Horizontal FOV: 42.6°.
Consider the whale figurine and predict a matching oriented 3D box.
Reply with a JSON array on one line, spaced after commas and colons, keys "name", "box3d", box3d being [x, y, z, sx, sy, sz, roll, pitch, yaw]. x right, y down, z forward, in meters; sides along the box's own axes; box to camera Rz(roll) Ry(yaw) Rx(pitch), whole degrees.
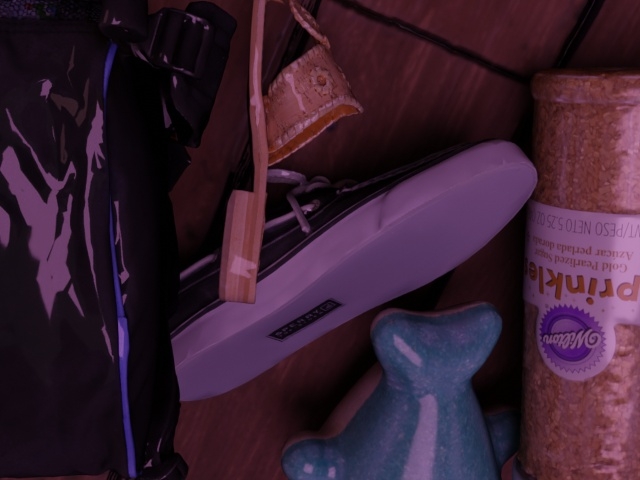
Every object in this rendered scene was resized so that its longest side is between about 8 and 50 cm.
[{"name": "whale figurine", "box3d": [0.079, 0.175, 0.653, 0.216, 0.141, 0.272, -2, 126, -18]}]

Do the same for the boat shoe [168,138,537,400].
[{"name": "boat shoe", "box3d": [0.002, 0.001, 0.594, 0.306, 0.104, 0.113, -34, 149, 19]}]

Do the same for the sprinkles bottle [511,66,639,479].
[{"name": "sprinkles bottle", "box3d": [0.208, 0.053, 0.605, 0.121, 0.121, 0.355, -3, 103, -8]}]

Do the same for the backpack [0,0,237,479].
[{"name": "backpack", "box3d": [-0.163, -0.020, 0.471, 0.213, 0.263, 0.276, 6, 109, -5]}]

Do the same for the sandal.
[{"name": "sandal", "box3d": [-0.013, -0.076, 0.530, 0.079, 0.088, 0.239, 7, 86, -4]}]
